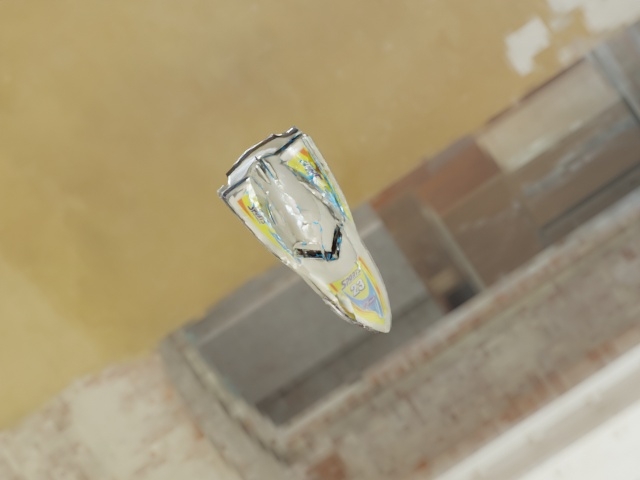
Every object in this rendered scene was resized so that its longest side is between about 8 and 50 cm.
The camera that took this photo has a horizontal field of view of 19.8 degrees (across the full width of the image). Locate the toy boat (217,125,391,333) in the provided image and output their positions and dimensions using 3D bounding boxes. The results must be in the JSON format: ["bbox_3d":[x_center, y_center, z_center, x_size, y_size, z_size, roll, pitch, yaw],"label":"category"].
[{"bbox_3d":[0.000,0.000,1.462,0.210,0.084,0.066,52,173,-27],"label":"toy boat"}]
